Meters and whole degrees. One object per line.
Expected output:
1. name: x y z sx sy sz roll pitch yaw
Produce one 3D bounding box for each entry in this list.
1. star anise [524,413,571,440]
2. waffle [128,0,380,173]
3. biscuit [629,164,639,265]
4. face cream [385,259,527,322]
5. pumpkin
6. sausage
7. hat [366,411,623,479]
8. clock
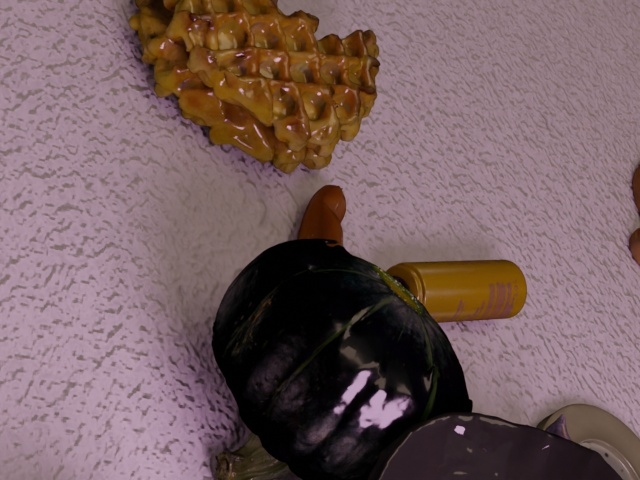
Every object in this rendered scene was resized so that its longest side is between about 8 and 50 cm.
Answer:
1. star anise: 0.258 0.307 1.637 0.262 0.081 0.230 26 65 -44
2. waffle: -0.078 -0.240 1.761 0.324 0.151 0.261 39 41 -9
3. biscuit: 0.583 0.011 2.182 0.275 0.052 0.355 21 51 -26
4. face cream: 0.137 0.065 1.767 0.273 0.078 0.078 -1 62 -39
5. pumpkin: 0.008 0.160 1.505 0.296 0.296 0.296 21 50 -27
6. sausage: 0.000 0.000 1.721 0.062 0.054 0.183 56 29 -42
7. hat: 0.142 0.380 1.376 0.366 0.257 0.382 16 59 3
8. clock: 0.355 0.319 1.805 0.235 0.029 0.235 22 49 -28
